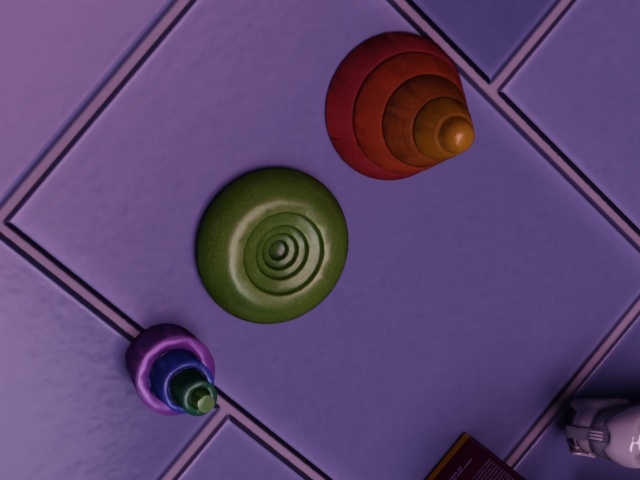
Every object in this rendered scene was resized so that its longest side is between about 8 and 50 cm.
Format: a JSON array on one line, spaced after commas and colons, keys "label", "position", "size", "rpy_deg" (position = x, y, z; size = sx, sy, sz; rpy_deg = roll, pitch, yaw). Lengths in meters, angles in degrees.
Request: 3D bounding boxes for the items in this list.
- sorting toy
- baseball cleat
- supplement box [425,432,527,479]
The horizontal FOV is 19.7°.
[{"label": "sorting toy", "position": [0.000, 0.000, 1.405], "size": [0.365, 0.126, 0.127], "rpy_deg": [-48, 117, -5]}, {"label": "baseball cleat", "position": [0.283, 0.158, 1.605], "size": [0.206, 0.109, 0.072], "rpy_deg": [10, 90, -55]}, {"label": "supplement box", "position": [0.167, 0.247, 1.511], "size": [0.104, 0.188, 0.081], "rpy_deg": [40, 87, -27]}]
